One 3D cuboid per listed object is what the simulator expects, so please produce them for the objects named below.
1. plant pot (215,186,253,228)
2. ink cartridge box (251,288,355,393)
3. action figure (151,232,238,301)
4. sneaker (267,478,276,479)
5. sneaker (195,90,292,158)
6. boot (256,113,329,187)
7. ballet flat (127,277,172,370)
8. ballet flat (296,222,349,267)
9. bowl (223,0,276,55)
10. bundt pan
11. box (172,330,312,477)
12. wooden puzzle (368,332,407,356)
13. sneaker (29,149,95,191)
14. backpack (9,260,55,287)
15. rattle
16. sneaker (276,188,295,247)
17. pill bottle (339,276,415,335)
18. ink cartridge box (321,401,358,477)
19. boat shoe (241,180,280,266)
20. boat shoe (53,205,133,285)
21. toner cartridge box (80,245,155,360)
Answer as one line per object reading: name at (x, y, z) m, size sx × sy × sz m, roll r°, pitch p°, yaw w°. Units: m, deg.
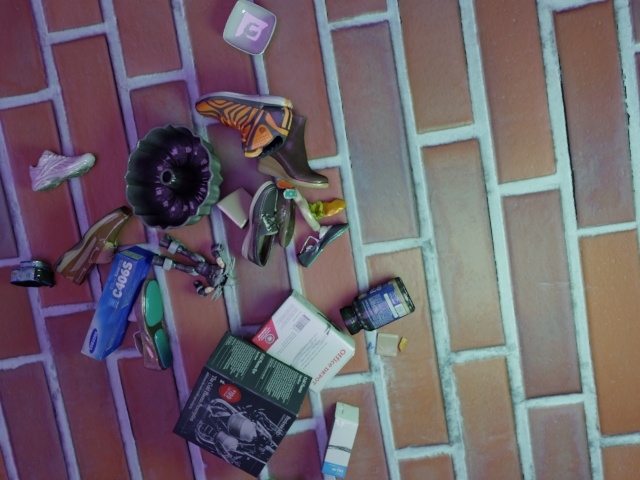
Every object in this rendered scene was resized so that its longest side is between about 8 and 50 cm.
plant pot at (-0.254, -0.108, 1.878) m, size 0.109 × 0.109 × 0.096 m, roll 44°, pitch 86°, yaw -2°
ink cartridge box at (-0.050, 0.323, 1.910) m, size 0.273 × 0.114 × 0.197 m, roll 41°, pitch 98°, yaw -2°
action figure at (-0.392, 0.080, 1.915) m, size 0.285 × 0.099 × 0.185 m, roll 25°, pitch 91°, yaw -4°
sneaker at (-0.184, 0.874, 2.010) m, size 0.295 × 0.109 × 0.123 m, roll -11°, pitch 74°, yaw 7°
sneaker at (-0.245, -0.346, 1.795) m, size 0.321 × 0.124 × 0.180 m, roll 7°, pitch 87°, yaw 22°
boot at (-0.071, -0.283, 1.845) m, size 0.248 × 0.090 × 0.207 m, roll 17°, pitch 100°, yaw 5°
ballet flat at (-0.572, 0.282, 1.950) m, size 0.106 × 0.107 × 0.316 m, roll -5°, pitch 97°, yaw 18°
ballet flat at (0.000, 0.000, 1.890) m, size 0.074 × 0.074 × 0.203 m, roll 45°, pitch 100°, yaw -3°
bowl at (-0.214, -0.648, 1.826) m, size 0.142 × 0.053 × 0.142 m, roll 26°, pitch 97°, yaw 0°
bundt pan at (-0.437, -0.188, 1.831) m, size 0.330 × 0.124 × 0.331 m, roll -2°, pitch 86°, yaw 25°
box at (-0.245, 0.515, 1.859) m, size 0.312 × 0.179 × 0.343 m, roll 28°, pitch 122°, yaw -1°
wooden puzzle at (0.219, 0.341, 1.947) m, size 0.116 × 0.014 × 0.079 m, roll 12°, pitch 94°, yaw 2°
sneaker at (-0.840, -0.245, 1.904) m, size 0.232 × 0.090 × 0.115 m, roll -22°, pitch 92°, yaw 5°
backpack at (-0.950, 0.111, 1.951) m, size 0.114 × 0.105 × 0.084 m, roll -5°, pitch 75°, yaw 5°
rattle at (-0.024, -0.134, 1.820) m, size 0.142 × 0.130 × 0.200 m, roll -19°, pitch 125°, yaw 17°
sneaker at (-0.123, -0.073, 1.899) m, size 0.071 × 0.066 × 0.188 m, roll 9°, pitch 95°, yaw 21°
pill bottle at (0.178, 0.213, 1.877) m, size 0.219 × 0.123 × 0.123 m, roll -26°, pitch 95°, yaw 6°
ink cartridge box at (0.065, 0.646, 1.932) m, size 0.082 × 0.139 × 0.191 m, roll 15°, pitch 98°, yaw 3°
boat shoe at (-0.170, -0.046, 1.841) m, size 0.092 × 0.103 × 0.285 m, roll 33°, pitch 120°, yaw 26°
boat shoe at (-0.714, 0.021, 1.922) m, size 0.324 × 0.122 × 0.120 m, roll -40°, pitch 98°, yaw 16°
toner cartridge box at (-0.648, 0.197, 1.909) m, size 0.075 × 0.165 × 0.348 m, roll 23°, pitch 98°, yaw 2°
